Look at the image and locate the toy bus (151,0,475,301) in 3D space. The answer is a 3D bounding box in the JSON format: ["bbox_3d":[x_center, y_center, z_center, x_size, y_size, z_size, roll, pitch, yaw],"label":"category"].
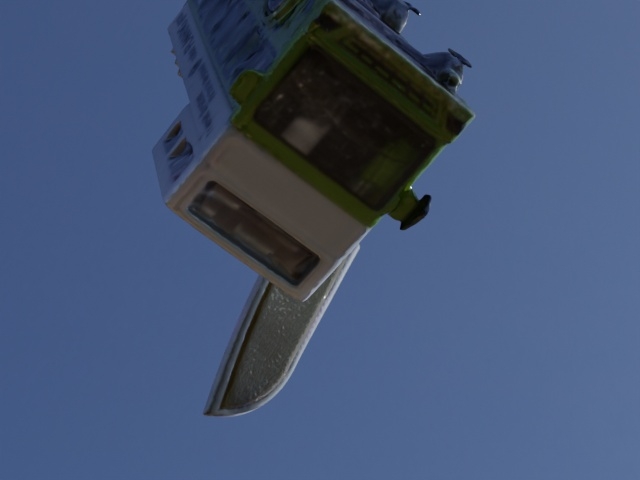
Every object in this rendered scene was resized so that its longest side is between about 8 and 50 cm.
[{"bbox_3d":[-0.016,-0.087,0.924,0.113,0.302,0.139,37,-80,-18],"label":"toy bus"}]

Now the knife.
[{"bbox_3d":[-0.001,0.000,0.971,0.046,0.256,0.022,44,-32,-24],"label":"knife"}]
